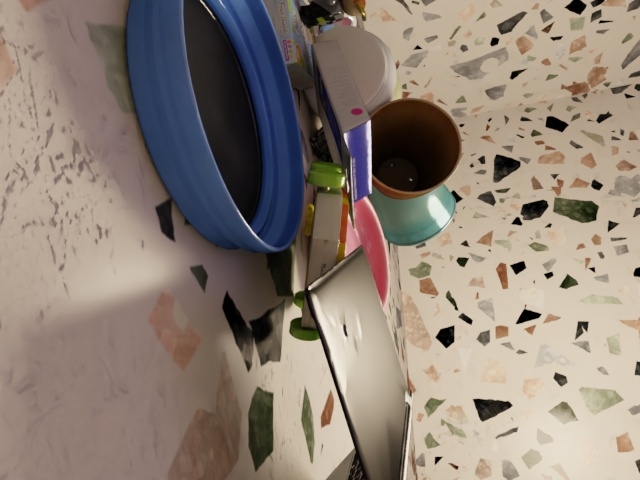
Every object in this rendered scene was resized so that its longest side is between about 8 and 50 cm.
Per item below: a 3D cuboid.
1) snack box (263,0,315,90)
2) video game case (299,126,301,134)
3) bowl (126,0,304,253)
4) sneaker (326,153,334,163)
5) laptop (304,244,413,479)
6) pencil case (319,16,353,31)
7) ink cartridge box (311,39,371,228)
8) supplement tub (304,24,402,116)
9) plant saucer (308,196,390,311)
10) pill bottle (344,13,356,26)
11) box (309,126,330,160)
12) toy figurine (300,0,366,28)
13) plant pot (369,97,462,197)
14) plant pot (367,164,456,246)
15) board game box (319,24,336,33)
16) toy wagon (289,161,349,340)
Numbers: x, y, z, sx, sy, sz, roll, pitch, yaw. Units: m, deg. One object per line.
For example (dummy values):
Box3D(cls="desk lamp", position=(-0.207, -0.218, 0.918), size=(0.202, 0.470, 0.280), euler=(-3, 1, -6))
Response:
Box3D(cls="snack box", position=(-0.062, -0.425, 1.012), size=(0.207, 0.070, 0.174), euler=(-23, 105, -74))
Box3D(cls="video game case", position=(-0.073, -0.246, 0.978), size=(0.166, 0.015, 0.119), euler=(-73, 151, -61))
Box3D(cls="bowl", position=(-0.115, -0.174, 0.639), size=(0.391, 0.077, 0.390), euler=(-8, 90, -77))
Box3D(cls="sneaker", position=(0.057, -0.197, 1.313), size=(0.147, 0.130, 0.330), euler=(64, 14, -11))
Box3D(cls="laptop", position=(-0.002, 0.254, 0.668), size=(0.236, 0.407, 0.382), euler=(39, 13, 7))
Box3D(cls="pencil case", position=(0.082, -0.601, 1.609), size=(0.273, 0.114, 0.124), euler=(64, 28, -51))
Box3D(cls="ink cartridge box", position=(0.045, -0.215, 0.925), size=(0.175, 0.069, 0.370), euler=(82, -2, -50))
Box3D(cls="supplement tub", position=(0.087, -0.406, 1.258), size=(0.325, 0.236, 0.235), euler=(-20, 102, -76))
Box3D(cls="plant saucer", position=(0.067, 0.032, 1.134), size=(0.332, 0.084, 0.331), euler=(37, 47, -54))
Box3D(cls="pill bottle", position=(0.067, -0.771, 1.650), size=(0.112, 0.112, 0.186), euler=(51, 33, -64))
Box3D(cls="box", position=(0.011, -0.251, 1.223), size=(0.018, 0.067, 0.083), euler=(39, -7, 27))
Box3D(cls="toy figurine", position=(0.017, -0.560, 0.967), size=(0.212, 0.148, 0.209), euler=(-86, 160, -45))
Box3D(cls="plant pot", position=(0.211, -0.200, 1.240), size=(0.254, 0.238, 0.236), euler=(85, -1, -80))
Box3D(cls="plant pot", position=(0.273, -0.164, 1.581), size=(0.255, 0.272, 0.271), euler=(52, 30, -37))
Box3D(cls="board game box", position=(0.016, -0.559, 1.449), size=(0.133, 0.033, 0.168), euler=(24, 81, -58))
Box3D(cls="toy wagon", position=(0.000, 0.000, 0.838), size=(0.344, 0.068, 0.266), euler=(-87, -175, -74))
